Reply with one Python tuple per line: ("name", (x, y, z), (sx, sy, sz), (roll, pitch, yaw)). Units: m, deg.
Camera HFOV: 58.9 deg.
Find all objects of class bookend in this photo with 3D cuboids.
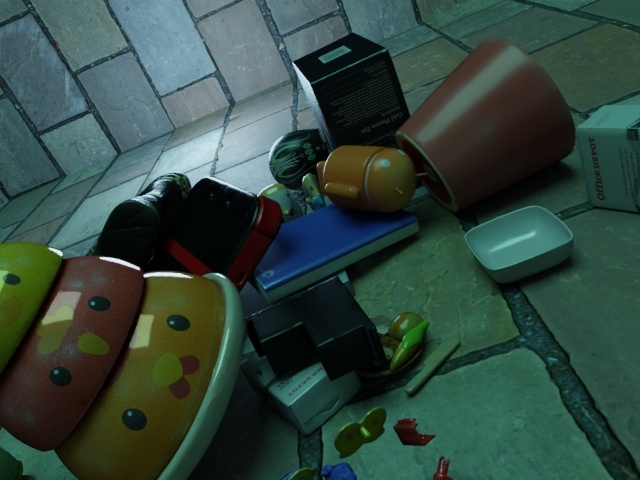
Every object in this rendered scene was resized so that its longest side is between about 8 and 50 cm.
("bookend", (-0.011, 0.139, 0.774), (0.156, 0.072, 0.157), (-24, 26, -8))

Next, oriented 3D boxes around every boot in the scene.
("boot", (-0.452, 0.009, 1.357), (0.377, 0.138, 0.284), (-54, 8, 26))

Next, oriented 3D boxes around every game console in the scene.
("game console", (-0.242, 0.039, 1.140), (0.387, 0.060, 0.341), (25, 85, 58))

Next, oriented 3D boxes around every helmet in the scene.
("helmet", (-0.056, -0.209, 1.484), (0.162, 0.169, 0.169), (-22, 27, 1))

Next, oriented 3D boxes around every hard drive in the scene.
("hard drive", (0.000, 0.000, 1.104), (0.319, 0.040, 0.210), (-25, 28, -18))

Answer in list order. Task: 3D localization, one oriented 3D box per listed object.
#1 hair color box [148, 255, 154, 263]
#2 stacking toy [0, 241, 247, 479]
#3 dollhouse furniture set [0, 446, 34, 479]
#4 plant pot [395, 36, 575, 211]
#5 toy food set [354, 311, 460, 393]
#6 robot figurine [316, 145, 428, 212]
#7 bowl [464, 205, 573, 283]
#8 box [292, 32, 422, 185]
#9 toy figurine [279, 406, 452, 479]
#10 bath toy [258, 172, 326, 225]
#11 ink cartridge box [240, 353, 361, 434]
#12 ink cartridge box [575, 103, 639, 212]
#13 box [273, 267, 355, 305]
("hair color box", (-0.408, 0.043, 1.459), (0.141, 0.043, 0.072), (-1, 36, 38))
("stacking toy", (-0.372, 0.122, 0.731), (0.351, 0.480, 0.350), (-41, 33, 34))
("dollhouse furniture set", (-0.454, 0.353, 0.768), (0.151, 0.197, 0.301), (-26, 27, 1))
("plant pot", (0.297, -0.200, 1.085), (0.243, 0.275, 0.275), (-37, 27, 0))
("toy food set", (0.093, 0.149, 0.840), (0.132, 0.038, 0.192), (-38, 28, -31))
("robot figurine", (0.095, -0.121, 1.101), (0.219, 0.158, 0.128), (13, 84, 43))
("bowl", (0.313, 0.011, 0.894), (0.142, 0.053, 0.142), (-23, 27, 6))
("box", (0.089, -0.293, 1.345), (0.179, 0.312, 0.343), (-25, 26, 3))
("toy figurine", (-0.041, 0.334, 0.566), (0.363, 0.191, 0.217), (-33, -3, -28))
("bath toy", (-0.151, -0.029, 1.285), (0.348, 0.151, 0.129), (-26, 48, 9))
("ink cartridge box", (-0.031, 0.199, 0.833), (0.109, 0.063, 0.150), (-36, 28, -23))
("ink cartridge box", (0.512, -0.121, 0.852), (0.087, 0.153, 0.208), (-37, 30, -24))
("box", (-0.022, 0.072, 1.087), (0.145, 0.038, 0.186), (-23, 26, 3))
